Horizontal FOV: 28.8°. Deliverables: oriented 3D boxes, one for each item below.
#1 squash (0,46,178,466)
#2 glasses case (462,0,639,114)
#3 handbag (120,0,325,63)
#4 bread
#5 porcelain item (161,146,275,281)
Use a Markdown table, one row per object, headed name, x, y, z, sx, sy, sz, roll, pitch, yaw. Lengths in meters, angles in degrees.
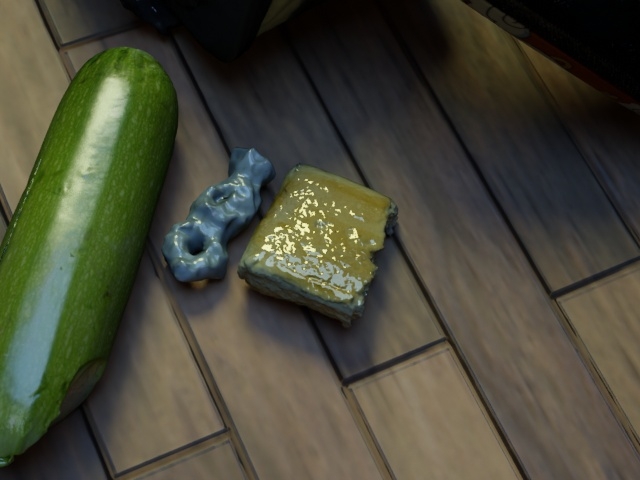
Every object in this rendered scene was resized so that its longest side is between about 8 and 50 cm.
| name | x | y | z | sx | sy | sz | roll | pitch | yaw |
| --- | --- | --- | --- | --- | --- | --- | --- | --- | --- |
| squash | -0.124 | 0.003 | 0.626 | 0.069 | 0.069 | 0.238 | 14 | 63 | 2 |
| glasses case | 0.147 | -0.146 | 0.667 | 0.267 | 0.067 | 0.103 | 28 | 80 | -25 |
| handbag | -0.062 | -0.236 | 0.690 | 0.181 | 0.181 | 0.254 | -36 | 72 | -26 |
| bread | 0.000 | 0.000 | 0.658 | 0.070 | 0.035 | 0.083 | 19 | 57 | 4 |
| porcelain item | -0.055 | -0.012 | 0.661 | 0.036 | 0.028 | 0.083 | 27 | 66 | 6 |
